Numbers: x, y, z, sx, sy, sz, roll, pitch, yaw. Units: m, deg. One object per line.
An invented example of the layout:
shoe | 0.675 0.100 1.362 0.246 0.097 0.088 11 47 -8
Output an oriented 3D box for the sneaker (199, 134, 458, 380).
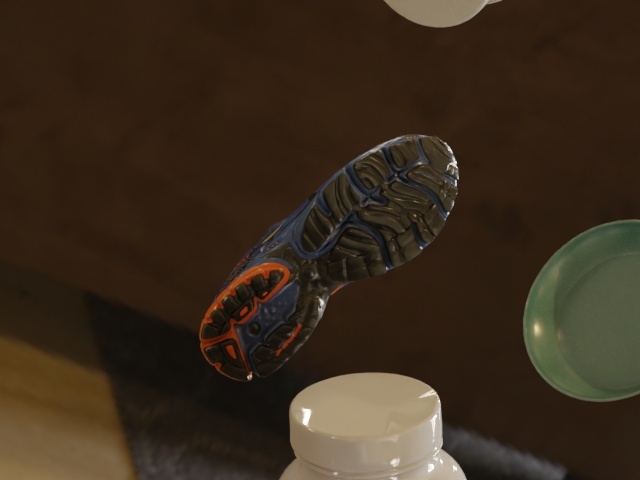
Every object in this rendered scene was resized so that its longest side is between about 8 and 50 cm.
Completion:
sneaker | 0.000 0.000 1.327 0.083 0.221 0.087 51 3 -19

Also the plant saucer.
plant saucer | 0.181 0.045 1.149 0.021 0.119 0.119 41 22 -49

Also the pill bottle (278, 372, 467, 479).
pill bottle | 0.033 0.198 1.173 0.121 0.216 0.121 -4 21 1

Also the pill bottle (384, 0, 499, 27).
pill bottle | 0.125 -0.248 1.410 0.121 0.121 0.221 37 43 5
